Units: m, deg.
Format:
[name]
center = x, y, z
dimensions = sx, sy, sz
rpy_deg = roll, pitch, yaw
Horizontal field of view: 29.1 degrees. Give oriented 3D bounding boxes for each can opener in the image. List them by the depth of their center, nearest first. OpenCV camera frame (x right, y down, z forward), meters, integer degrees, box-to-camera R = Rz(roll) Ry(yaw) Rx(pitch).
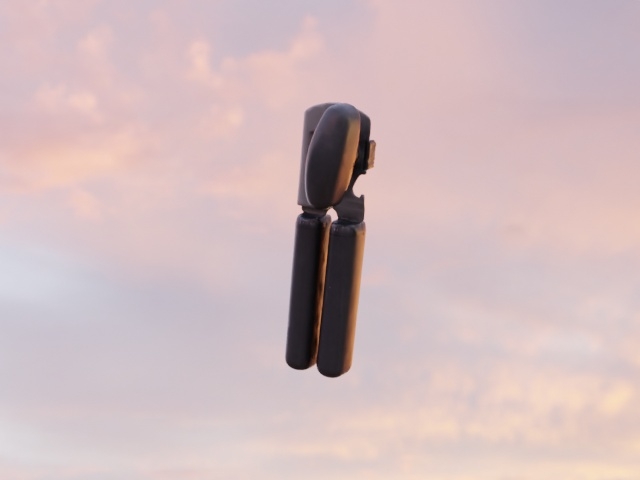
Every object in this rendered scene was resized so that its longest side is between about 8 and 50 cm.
[can opener]
center = 0.000, 0.000, 1.206
dimensions = 0.074, 0.280, 0.093
rpy_deg = 12, 18, 27
